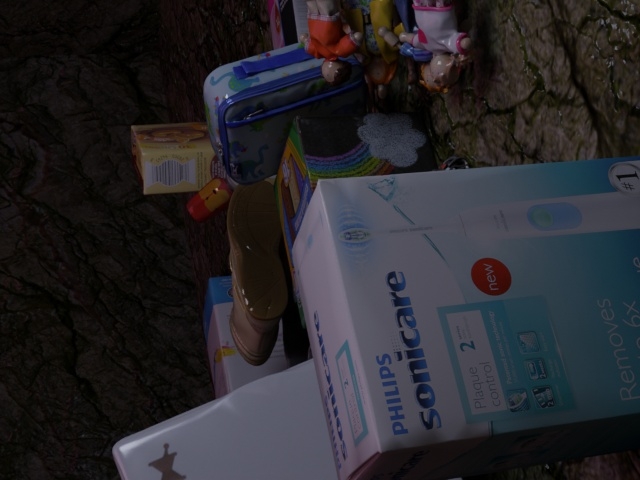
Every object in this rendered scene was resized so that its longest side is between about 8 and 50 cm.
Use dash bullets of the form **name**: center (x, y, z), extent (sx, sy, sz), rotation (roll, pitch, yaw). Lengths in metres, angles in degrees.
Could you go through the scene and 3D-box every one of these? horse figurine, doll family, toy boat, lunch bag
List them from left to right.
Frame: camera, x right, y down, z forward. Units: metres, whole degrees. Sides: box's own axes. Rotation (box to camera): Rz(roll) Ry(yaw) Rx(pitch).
- **toy boat**: center (-0.092, -0.011, 1.853), extent (0.318, 0.148, 0.267), rotation (48, -170, -34)
- **lunch bag**: center (-0.046, -0.179, 1.399), extent (0.176, 0.218, 0.090), rotation (90, 156, -51)
- **horse figurine**: center (0.068, -0.265, 1.438), extent (0.263, 0.066, 0.175), rotation (126, 131, -71)
- **doll family**: center (0.095, -0.249, 1.205), extent (0.263, 0.118, 0.163), rotation (9, 126, 44)

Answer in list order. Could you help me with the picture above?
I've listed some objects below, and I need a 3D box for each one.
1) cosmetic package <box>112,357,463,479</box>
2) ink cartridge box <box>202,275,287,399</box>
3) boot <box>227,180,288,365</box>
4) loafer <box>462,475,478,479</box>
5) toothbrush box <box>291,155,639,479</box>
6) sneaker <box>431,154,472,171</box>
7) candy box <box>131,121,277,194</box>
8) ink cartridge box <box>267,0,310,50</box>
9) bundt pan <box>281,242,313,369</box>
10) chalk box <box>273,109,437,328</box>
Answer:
- **cosmetic package**: center (-0.011, 0.363, 1.205), extent (0.394, 0.329, 0.327), rotation (90, 156, -65)
- **ink cartridge box**: center (-0.108, 0.226, 2.009), extent (0.197, 0.198, 0.270), rotation (107, 154, -56)
- **boot**: center (-0.106, 0.053, 1.686), extent (0.203, 0.095, 0.262), rotation (103, 160, -58)
- **loafer**: center (0.164, 0.239, 1.249), extent (0.062, 0.061, 0.170), rotation (-116, 25, -54)
- **toothbrush box**: center (0.144, 0.061, 0.810), extent (0.126, 0.295, 0.216), rotation (112, 150, -60)
- **sneaker**: center (0.154, -0.069, 1.198), extent (0.158, 0.061, 0.065), rotation (169, 103, -74)
- **candy box**: center (-0.189, -0.163, 1.947), extent (0.183, 0.316, 0.088), rotation (-125, 34, -62)
- **ink cartridge box**: center (-0.041, -0.395, 1.820), extent (0.176, 0.069, 0.371), rotation (138, 128, -72)
- **bundt pan**: center (0.019, 0.068, 1.582), extent (0.331, 0.124, 0.331), rotation (179, 90, -79)
- **chalk box**: center (0.059, 0.001, 1.337), extent (0.179, 0.180, 0.289), rotation (112, 150, -60)
